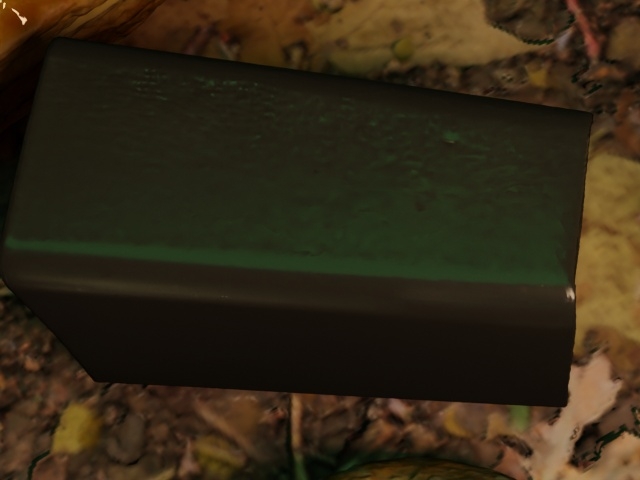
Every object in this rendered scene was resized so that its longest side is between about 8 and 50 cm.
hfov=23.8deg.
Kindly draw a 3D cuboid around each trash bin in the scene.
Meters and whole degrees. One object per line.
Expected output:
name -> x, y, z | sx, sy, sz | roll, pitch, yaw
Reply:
trash bin -> 0.000, 0.000, 0.666 | 0.225, 0.165, 0.115 | 5, 69, 9

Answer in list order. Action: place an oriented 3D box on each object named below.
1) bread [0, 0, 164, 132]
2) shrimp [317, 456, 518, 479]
bread -> -0.121, -0.177, 0.743 | 0.344, 0.195, 0.149 | -34, 87, -5
shrimp -> 0.045, 0.143, 0.611 | 0.132, 0.187, 0.051 | -4, 110, -6
